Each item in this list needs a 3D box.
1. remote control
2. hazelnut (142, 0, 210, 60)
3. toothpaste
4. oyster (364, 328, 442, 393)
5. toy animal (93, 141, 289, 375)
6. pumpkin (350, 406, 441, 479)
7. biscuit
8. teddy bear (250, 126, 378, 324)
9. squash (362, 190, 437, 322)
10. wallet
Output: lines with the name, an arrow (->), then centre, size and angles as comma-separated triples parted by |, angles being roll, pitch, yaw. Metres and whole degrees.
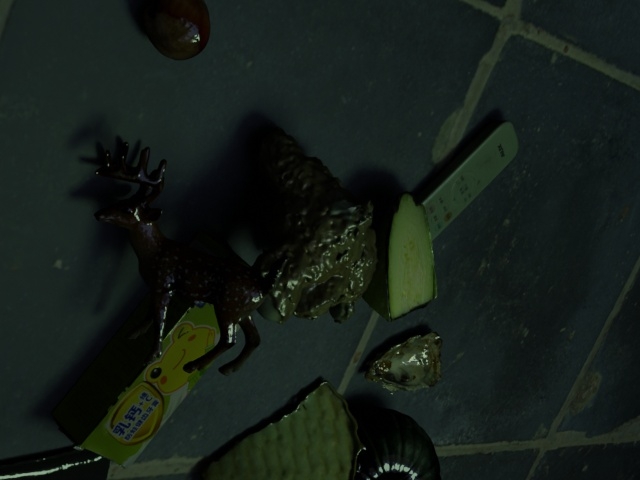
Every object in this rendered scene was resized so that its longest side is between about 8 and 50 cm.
remote control -> 0.206, -0.076, 1.652 | 0.309, 0.038, 0.090 | -44, 138, -13
hazelnut -> -0.159, -0.248, 1.153 | 0.086, 0.086, 0.086 | -25, 131, -32
toothpaste -> -0.207, 0.144, 1.363 | 0.327, 0.077, 0.110 | -52, 142, -5
oyster -> 0.147, 0.217, 1.779 | 0.177, 0.056, 0.105 | -21, 118, -35
toy animal -> -0.168, 0.025, 1.237 | 0.244, 0.087, 0.259 | 14, 107, -6
pumpkin -> 0.096, 0.410, 1.743 | 0.250, 0.216, 0.249 | 0, 91, -21
biscuit -> -0.042, 0.364, 1.618 | 0.274, 0.187, 0.036 | -29, 171, -26
teddy bear -> 0.000, 0.000, 1.387 | 0.256, 0.156, 0.267 | 68, 22, -71
squash -> 0.102, 0.019, 1.546 | 0.192, 0.085, 0.184 | -14, 101, -63
wallet -> -0.408, 0.350, 1.341 | 0.285, 0.030, 0.146 | -2, 114, -43
